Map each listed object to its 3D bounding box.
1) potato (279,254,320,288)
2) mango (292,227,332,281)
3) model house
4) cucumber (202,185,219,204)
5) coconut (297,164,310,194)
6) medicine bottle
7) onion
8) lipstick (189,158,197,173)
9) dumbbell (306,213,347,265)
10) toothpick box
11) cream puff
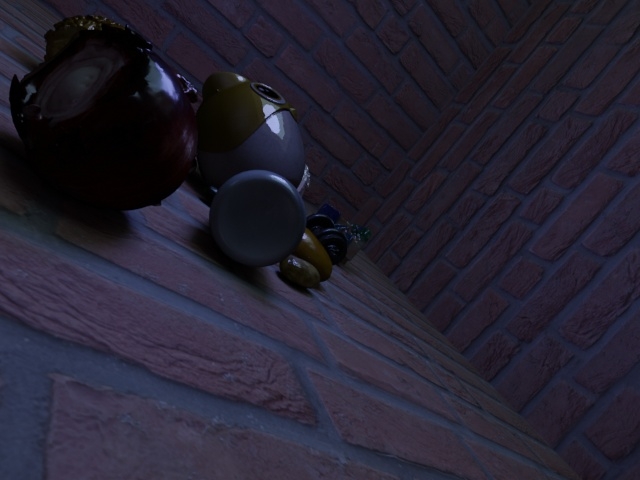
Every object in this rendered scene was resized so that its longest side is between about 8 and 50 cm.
[{"bbox_3d":[-0.066,0.101,1.454,0.170,0.080,0.107,25,24,-53],"label":"potato"},{"bbox_3d":[-0.050,0.050,1.622,0.254,0.139,0.175,45,9,-14],"label":"mango"},{"bbox_3d":[0.073,-0.054,2.461,0.280,0.245,0.312,42,-3,-14],"label":"model house"},{"bbox_3d":[-0.306,-0.106,1.566,0.227,0.069,0.069,41,6,-29],"label":"cucumber"},{"bbox_3d":[-0.208,-0.251,2.059,0.297,0.310,0.298,20,-29,12],"label":"coconut"},{"bbox_3d":[-0.177,-0.068,1.257,0.245,0.245,0.306,38,-1,-14],"label":"medicine bottle"},{"bbox_3d":[-0.388,-0.207,0.868,0.341,0.341,0.341,39,7,-6],"label":"onion"},{"bbox_3d":[-0.517,-0.320,1.718,0.080,0.080,0.241,35,9,-35],"label":"lipstick"},{"bbox_3d":[0.000,0.000,1.967,0.192,0.192,0.290,35,11,-36],"label":"dumbbell"},{"bbox_3d":[-0.263,-0.370,1.705,0.409,0.408,0.426,15,57,-73],"label":"toothpick box"},{"bbox_3d":[-0.704,-0.594,1.484,0.326,0.232,0.342,10,-6,-38],"label":"cream puff"}]
